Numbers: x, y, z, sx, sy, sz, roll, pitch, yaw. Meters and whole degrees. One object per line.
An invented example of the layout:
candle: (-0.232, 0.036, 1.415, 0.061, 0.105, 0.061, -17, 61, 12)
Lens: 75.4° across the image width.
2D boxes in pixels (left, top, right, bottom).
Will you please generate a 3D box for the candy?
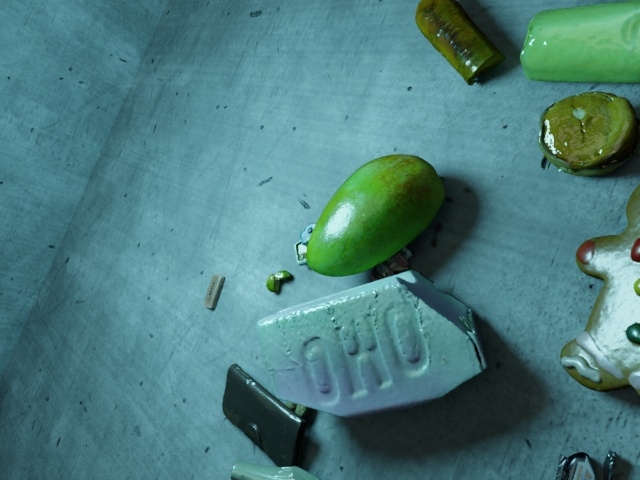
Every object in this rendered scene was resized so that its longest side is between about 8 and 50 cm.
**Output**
candy: (0.593, -0.400, 0.838, 0.343, 0.132, 0.142, 16, 68, 38)

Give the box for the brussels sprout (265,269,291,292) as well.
brussels sprout: (-0.126, 0.116, 1.230, 0.083, 0.046, 0.051, -41, 99, 10)

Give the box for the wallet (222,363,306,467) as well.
wallet: (-0.162, 0.471, 1.110, 0.309, 0.042, 0.165, 22, 104, 39)

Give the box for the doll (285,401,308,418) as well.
doll: (-0.004, 0.308, 1.059, 0.202, 0.091, 0.286, -15, 66, 45)

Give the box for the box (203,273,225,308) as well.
box: (-0.358, 0.169, 1.389, 0.048, 0.025, 0.115, 14, 83, 36)

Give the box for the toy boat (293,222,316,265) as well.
toy boat: (0.000, 0.000, 1.144, 0.215, 0.102, 0.088, -26, 63, 26)

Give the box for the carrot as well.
carrot: (0.351, -0.526, 1.069, 0.114, 0.114, 0.302, -35, 61, 21)

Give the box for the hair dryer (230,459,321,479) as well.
hair dryer: (-0.135, 0.641, 0.990, 0.229, 0.092, 0.267, 31, 95, 6)

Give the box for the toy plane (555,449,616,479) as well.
toy plane: (0.445, 0.448, 0.710, 0.078, 0.053, 0.197, 12, 78, 28)

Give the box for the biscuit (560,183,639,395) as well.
biscuit: (0.555, 0.064, 0.688, 0.283, 0.064, 0.432, 17, 89, 62)

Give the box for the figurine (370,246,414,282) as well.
figurine: (0.181, 0.071, 1.027, 0.129, 0.054, 0.072, -46, 70, 5)

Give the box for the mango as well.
mango: (0.118, -0.057, 0.997, 0.382, 0.201, 0.225, -39, 64, 6)

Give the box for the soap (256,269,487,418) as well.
soap: (0.109, 0.228, 0.899, 0.446, 0.156, 0.262, -19, 83, 18)

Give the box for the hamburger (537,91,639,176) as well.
hamburger: (0.532, -0.207, 0.837, 0.185, 0.113, 0.177, -50, 59, 21)
